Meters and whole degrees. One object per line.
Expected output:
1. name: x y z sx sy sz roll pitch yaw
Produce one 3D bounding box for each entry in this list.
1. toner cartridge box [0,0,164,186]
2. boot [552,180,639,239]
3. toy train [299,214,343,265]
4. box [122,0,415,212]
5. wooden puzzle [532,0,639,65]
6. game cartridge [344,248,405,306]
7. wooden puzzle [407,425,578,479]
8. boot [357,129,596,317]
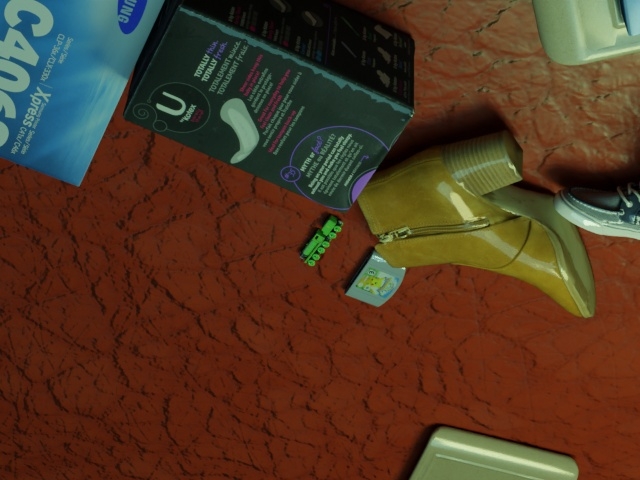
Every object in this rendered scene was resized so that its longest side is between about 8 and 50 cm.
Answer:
1. toner cartridge box: -0.278 -0.226 1.599 0.165 0.075 0.348 20 130 -14
2. boot: 0.371 -0.050 1.722 0.190 0.069 0.086 13 125 -18
3. toy train: 0.000 0.000 1.820 0.023 0.017 0.083 31 128 -9
4. box: -0.051 -0.174 1.582 0.270 0.143 0.165 23 128 -15
5. wooden puzzle: 0.361 -0.333 1.424 0.347 0.080 0.322 -9 123 13
6. game cartridge: 0.072 0.049 1.859 0.056 0.017 0.083 18 131 -17
7. wooden puzzle: 0.227 0.371 2.123 0.221 0.044 0.239 14 127 -8
8. boot: 0.185 0.003 1.764 0.211 0.104 0.295 -20 123 27
